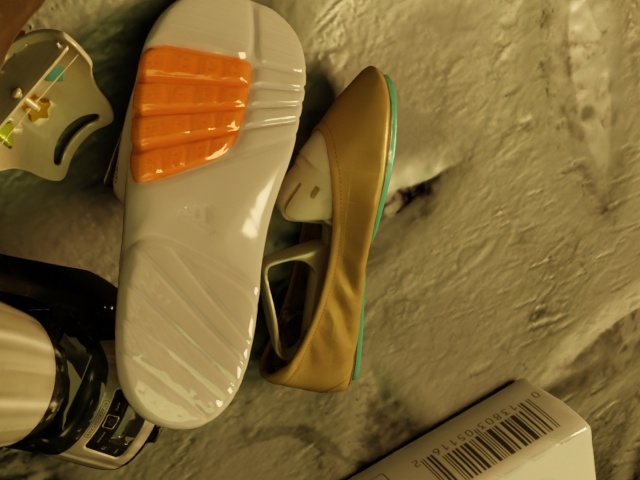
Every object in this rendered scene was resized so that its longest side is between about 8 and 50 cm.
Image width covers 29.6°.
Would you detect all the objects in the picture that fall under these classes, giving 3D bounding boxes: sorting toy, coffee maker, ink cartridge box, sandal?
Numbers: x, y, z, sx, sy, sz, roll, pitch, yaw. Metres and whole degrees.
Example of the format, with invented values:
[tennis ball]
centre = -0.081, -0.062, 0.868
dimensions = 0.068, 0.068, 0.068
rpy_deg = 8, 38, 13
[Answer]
[sorting toy]
centre = -0.154, -0.070, 0.678
dimensions = 0.083, 0.045, 0.075
rpy_deg = -50, 137, -2
[coffee maker]
centre = -0.188, 0.048, 0.659
dimensions = 0.120, 0.171, 0.178
rpy_deg = -39, 153, 16
[ink cartridge box]
centre = 0.099, 0.342, 1.020
dimensions = 0.308, 0.091, 0.385
rpy_deg = -27, 124, -19
[sandal]
centre = -0.080, -0.021, 0.697
dimensions = 0.102, 0.076, 0.265
rpy_deg = 19, 67, -24

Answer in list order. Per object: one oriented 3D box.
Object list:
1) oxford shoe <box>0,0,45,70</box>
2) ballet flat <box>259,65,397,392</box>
[oxford shoe]
centre = -0.174, -0.164, 0.605
dimensions = 0.096, 0.083, 0.227
rpy_deg = 5, 109, -62
[ballet flat]
centre = 0.000, 0.000, 0.792
dimensions = 0.073, 0.080, 0.232
rpy_deg = 0, 113, -17
